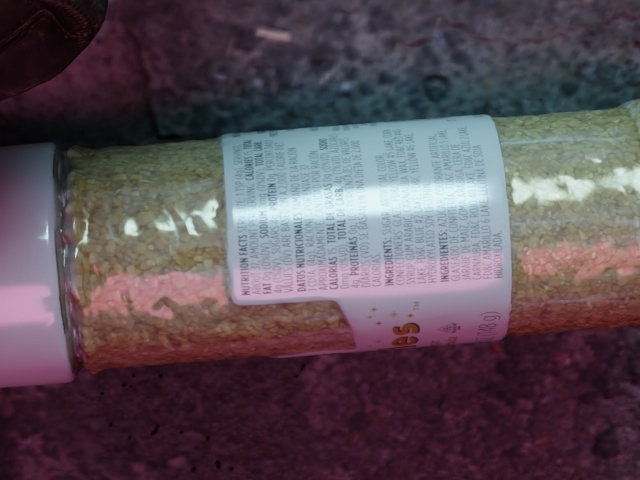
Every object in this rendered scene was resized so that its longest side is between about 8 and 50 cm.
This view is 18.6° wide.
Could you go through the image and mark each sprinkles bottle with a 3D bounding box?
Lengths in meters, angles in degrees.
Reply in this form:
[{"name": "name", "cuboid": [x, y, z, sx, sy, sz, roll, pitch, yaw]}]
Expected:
[{"name": "sprinkles bottle", "cuboid": [0.000, 0.000, 0.983, 0.355, 0.121, 0.121, -5, 131, -2]}]

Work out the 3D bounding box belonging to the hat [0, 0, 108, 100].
[{"name": "hat", "cuboid": [-0.182, -0.121, 0.768, 0.331, 0.134, 0.331, 3, 167, 1]}]
